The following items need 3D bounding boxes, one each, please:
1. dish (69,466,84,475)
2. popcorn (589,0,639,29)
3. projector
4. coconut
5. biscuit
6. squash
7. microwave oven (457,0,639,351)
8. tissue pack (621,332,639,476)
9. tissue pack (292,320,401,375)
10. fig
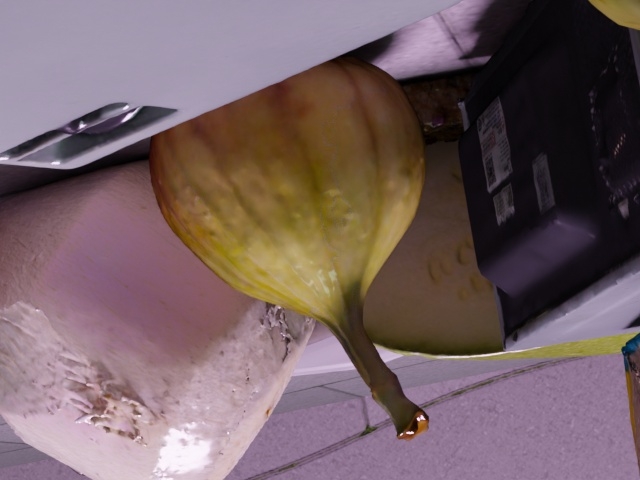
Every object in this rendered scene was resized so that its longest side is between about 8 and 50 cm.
[{"bbox_3d":[-0.175,0.076,1.349,0.182,0.243,0.080,4,119,-53],"label":"dish"},{"bbox_3d":[0.200,-0.132,0.561,0.255,0.195,0.256,-17,173,-19],"label":"popcorn"},{"bbox_3d":[-0.090,-0.109,0.603,0.250,0.108,0.198,-20,166,37],"label":"projector"},{"bbox_3d":[-0.132,0.054,1.165,0.234,0.224,0.224,27,165,-3],"label":"coconut"},{"bbox_3d":[0.058,-0.078,1.102,0.199,0.034,0.064,-10,171,-1],"label":"biscuit"},{"bbox_3d":[0.143,-0.017,1.104,0.261,0.189,0.189,3,164,-34],"label":"squash"},{"bbox_3d":[0.213,-0.064,0.923,0.238,0.181,0.295,-7,169,-10],"label":"microwave oven"},{"bbox_3d":[0.306,0.082,0.921,0.271,0.134,0.192,-10,170,-1],"label":"tissue pack"},{"bbox_3d":[0.026,0.013,1.285,0.159,0.136,0.246,-4,167,-33],"label":"tissue pack"},{"bbox_3d":[0.004,-0.016,0.950,0.160,0.231,0.143,6,119,-39],"label":"fig"}]
